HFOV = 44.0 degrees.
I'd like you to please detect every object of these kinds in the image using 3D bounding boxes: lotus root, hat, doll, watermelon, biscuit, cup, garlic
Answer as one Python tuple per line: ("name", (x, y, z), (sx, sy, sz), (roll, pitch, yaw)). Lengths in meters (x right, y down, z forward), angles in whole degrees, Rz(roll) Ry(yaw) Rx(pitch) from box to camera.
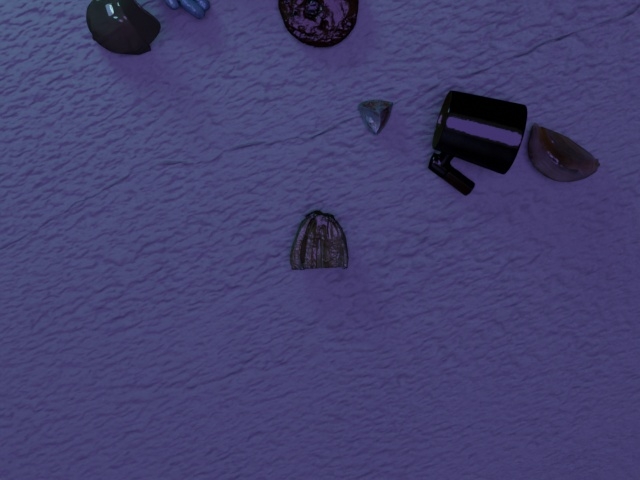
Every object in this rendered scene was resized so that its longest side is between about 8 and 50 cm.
("lotus root", (0.002, -0.001, 1.903), (0.142, 0.070, 0.144), (5, 105, 2))
("hat", (-0.445, -0.484, 1.734), (0.144, 0.173, 0.166), (-35, 100, -2))
("doll", (-0.335, -0.566, 1.777), (0.179, 0.075, 0.120), (40, 54, -22))
("watermelon", (0.133, -0.291, 1.854), (0.085, 0.061, 0.085), (0, 92, -3))
("biscuit", (-0.002, -0.537, 1.805), (0.191, 0.049, 0.192), (-1, 102, -7))
("cup", (0.353, -0.220, 1.831), (0.176, 0.166, 0.240), (15, 99, -2))
("garlic", (0.574, -0.193, 1.890), (0.195, 0.087, 0.102), (26, 86, -5))
